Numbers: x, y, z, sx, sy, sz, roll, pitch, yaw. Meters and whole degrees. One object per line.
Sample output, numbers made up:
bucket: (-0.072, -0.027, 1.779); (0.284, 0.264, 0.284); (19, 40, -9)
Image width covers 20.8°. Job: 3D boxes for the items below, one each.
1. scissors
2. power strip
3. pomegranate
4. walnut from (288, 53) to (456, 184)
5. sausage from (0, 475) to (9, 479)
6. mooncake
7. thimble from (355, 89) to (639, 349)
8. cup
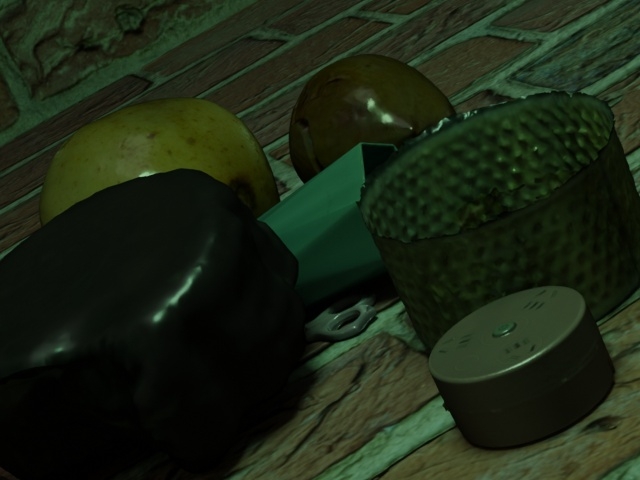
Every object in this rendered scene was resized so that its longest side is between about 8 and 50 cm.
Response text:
scissors: (-0.024, 0.106, 1.900); (0.189, 0.015, 0.100); (-26, 17, 10)
power strip: (0.173, 0.109, 1.525); (0.154, 0.078, 0.154); (-23, 20, 9)
pomegranate: (-0.190, -0.038, 2.117); (0.307, 0.307, 0.307); (-24, 19, 9)
walnut: (0.061, -0.131, 2.110); (0.203, 0.203, 0.298); (-31, 7, -12)
sausage: (-0.366, 0.298, 1.797); (0.043, 0.043, 0.186); (-20, 19, 18)
mooncake: (-0.194, 0.092, 1.806); (0.381, 0.212, 0.350); (-3, 48, 42)
thimble: (0.183, -0.019, 1.709); (0.271, 0.150, 0.271); (-21, 24, 10)
cup: (0.000, 0.000, 1.944); (0.235, 0.134, 0.148); (-28, -17, 31)
